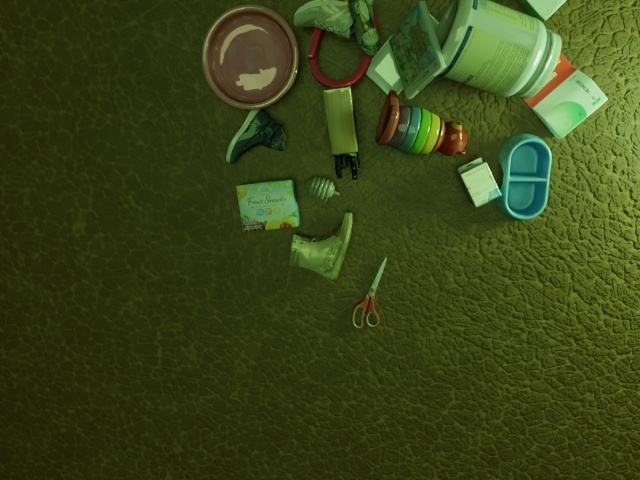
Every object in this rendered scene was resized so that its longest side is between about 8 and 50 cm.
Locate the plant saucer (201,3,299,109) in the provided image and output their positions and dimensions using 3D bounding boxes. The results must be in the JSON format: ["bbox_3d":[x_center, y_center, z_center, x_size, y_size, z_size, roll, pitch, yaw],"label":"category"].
[{"bbox_3d":[-0.230,-0.609,1.584,0.332,0.084,0.332,1,100,8],"label":"plant saucer"}]

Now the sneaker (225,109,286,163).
[{"bbox_3d":[-0.222,-0.334,1.654,0.163,0.086,0.226,36,104,0],"label":"sneaker"}]

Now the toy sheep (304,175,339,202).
[{"bbox_3d":[0.005,-0.184,1.665,0.132,0.091,0.091,16,105,-1],"label":"toy sheep"}]

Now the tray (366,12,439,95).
[{"bbox_3d":[0.282,-0.619,1.553,0.145,0.030,0.270,42,104,-5],"label":"tray"}]

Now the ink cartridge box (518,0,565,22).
[{"bbox_3d":[0.658,-0.789,1.449,0.209,0.062,0.109,45,104,-4],"label":"ink cartridge box"}]

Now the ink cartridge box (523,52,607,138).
[{"bbox_3d":[0.775,-0.473,1.518,0.181,0.056,0.225,-42,97,14],"label":"ink cartridge box"}]

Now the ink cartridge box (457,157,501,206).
[{"bbox_3d":[0.532,-0.201,1.592,0.092,0.090,0.143,-25,98,12],"label":"ink cartridge box"}]

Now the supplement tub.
[{"bbox_3d":[0.518,-0.576,1.418,0.324,0.235,0.235,17,105,-7],"label":"supplement tub"}]

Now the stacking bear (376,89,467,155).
[{"bbox_3d":[0.344,-0.358,1.548,0.289,0.175,0.164,13,133,-7],"label":"stacking bear"}]

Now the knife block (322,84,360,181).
[{"bbox_3d":[0.077,-0.336,1.545,0.088,0.276,0.242,-6,73,8],"label":"knife block"}]

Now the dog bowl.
[{"bbox_3d":[0.686,-0.208,1.581,0.165,0.074,0.297,2,103,7],"label":"dog bowl"}]

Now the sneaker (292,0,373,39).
[{"bbox_3d":[0.044,-0.689,1.473,0.262,0.099,0.121,-9,96,5],"label":"sneaker"}]

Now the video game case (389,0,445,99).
[{"bbox_3d":[0.289,-0.573,1.431,0.023,0.193,0.212,-12,82,-22],"label":"video game case"}]

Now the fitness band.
[{"bbox_3d":[0.074,-0.643,1.545,0.209,0.054,0.291,18,94,3],"label":"fitness band"}]

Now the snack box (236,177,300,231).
[{"bbox_3d":[-0.188,-0.129,1.708,0.207,0.070,0.175,-5,103,7],"label":"snack box"}]

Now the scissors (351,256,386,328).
[{"bbox_3d":[0.182,0.199,1.766,0.109,0.021,0.297,7,106,7],"label":"scissors"}]

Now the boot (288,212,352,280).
[{"bbox_3d":[0.000,0.000,1.707,0.203,0.095,0.262,18,109,4],"label":"boot"}]

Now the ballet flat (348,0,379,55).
[{"bbox_3d":[0.136,-0.653,1.425,0.070,0.070,0.188,-24,116,12],"label":"ballet flat"}]
